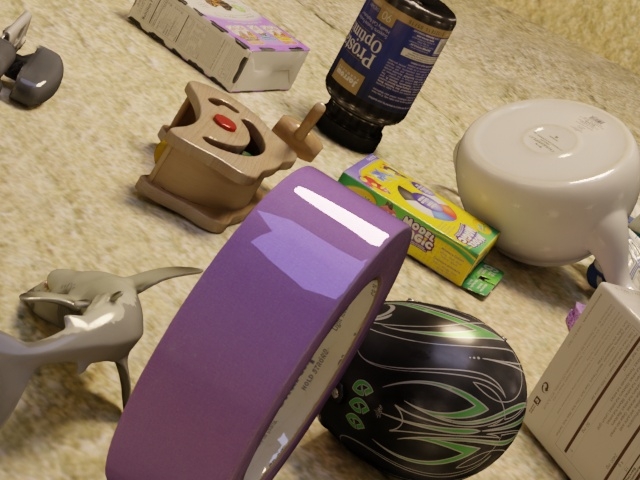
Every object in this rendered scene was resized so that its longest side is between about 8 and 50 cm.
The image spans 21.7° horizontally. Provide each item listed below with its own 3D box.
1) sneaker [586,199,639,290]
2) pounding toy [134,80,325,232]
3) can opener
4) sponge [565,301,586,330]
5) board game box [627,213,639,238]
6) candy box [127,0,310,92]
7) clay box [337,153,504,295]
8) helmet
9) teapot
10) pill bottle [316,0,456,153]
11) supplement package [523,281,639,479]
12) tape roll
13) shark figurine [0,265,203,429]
[{"bbox_3d":[0.416,0.066,2.164,0.131,0.111,0.296,-10,38,5],"label":"sneaker"},{"bbox_3d":[-0.098,-0.126,1.834,0.154,0.155,0.269,37,21,9],"label":"pounding toy"},{"bbox_3d":[-0.329,-0.169,1.752,0.095,0.076,0.283,25,21,-7],"label":"can opener"},{"bbox_3d":[0.358,0.147,1.959,0.117,0.031,0.210,25,19,-10],"label":"sponge"},{"bbox_3d":[0.473,0.074,1.745,0.303,0.097,0.224,48,4,-4],"label":"board game box"},{"bbox_3d":[-0.139,-0.284,2.295,0.196,0.070,0.165,37,22,20],"label":"candy box"},{"bbox_3d":[0.127,-0.020,2.027,0.222,0.053,0.127,31,20,8],"label":"clay box"},{"bbox_3d":[0.095,0.133,1.451,0.162,0.169,0.169,19,15,22],"label":"helmet"},{"bbox_3d":[0.288,-0.054,2.154,0.253,0.187,0.256,3,36,8],"label":"teapot"},{"bbox_3d":[0.082,-0.232,2.240,0.123,0.219,0.123,25,19,-10],"label":"pill bottle"},{"bbox_3d":[0.365,0.202,1.617,0.178,0.175,0.293,15,24,-36],"label":"supplement package"},{"bbox_3d":[-0.042,0.084,1.217,0.090,0.274,0.275,32,20,8],"label":"tape roll"},{"bbox_3d":[-0.177,0.091,1.296,0.166,0.116,0.278,-5,11,6],"label":"shark figurine"}]
